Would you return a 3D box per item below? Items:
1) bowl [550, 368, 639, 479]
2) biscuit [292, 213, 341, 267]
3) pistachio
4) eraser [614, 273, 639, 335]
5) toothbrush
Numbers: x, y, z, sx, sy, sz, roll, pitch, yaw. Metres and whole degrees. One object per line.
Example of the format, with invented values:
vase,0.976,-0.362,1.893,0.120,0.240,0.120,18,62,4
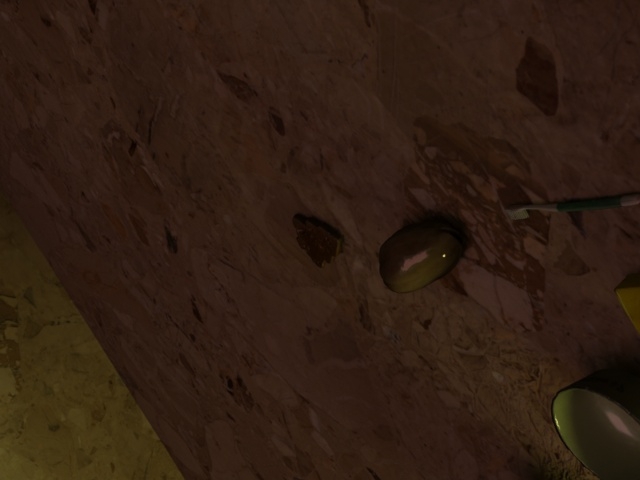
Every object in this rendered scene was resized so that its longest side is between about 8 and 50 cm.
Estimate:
bowl,0.479,0.285,1.814,0.211,0.112,0.211,36,146,30
biscuit,0.000,0.000,2.214,0.130,0.019,0.119,-1,122,53
pistachio,0.168,0.027,1.954,0.126,0.108,0.185,28,144,-15
eraser,0.497,0.094,1.661,0.122,0.045,0.097,-9,117,55
toothbrush,0.366,-0.050,1.700,0.257,0.018,0.024,-7,121,54
